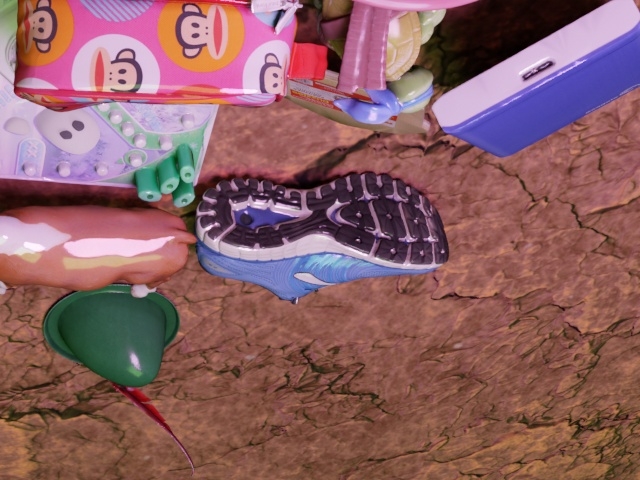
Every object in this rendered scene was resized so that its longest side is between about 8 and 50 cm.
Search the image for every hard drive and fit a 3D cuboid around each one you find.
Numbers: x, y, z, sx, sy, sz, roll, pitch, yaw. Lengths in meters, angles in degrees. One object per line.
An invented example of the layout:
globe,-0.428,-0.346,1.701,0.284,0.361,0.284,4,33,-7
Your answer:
hard drive,0.250,-0.162,1.241,0.210,0.040,0.318,-28,171,16

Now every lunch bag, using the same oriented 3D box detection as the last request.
lunch bag,-0.120,-0.165,1.004,0.258,0.293,0.120,2,97,-7

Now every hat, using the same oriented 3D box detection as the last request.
hat,-0.253,0.180,1.518,0.208,0.184,0.173,6,135,-21

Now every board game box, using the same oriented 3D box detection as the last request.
board game box,-0.280,-0.189,1.194,0.390,0.050,0.390,4,136,-19

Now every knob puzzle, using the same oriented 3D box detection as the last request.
knob puzzle,0.029,-0.159,1.263,0.213,0.030,0.213,17,174,2

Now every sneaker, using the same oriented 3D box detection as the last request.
sneaker,0.000,0.000,1.452,0.330,0.130,0.147,4,151,-15

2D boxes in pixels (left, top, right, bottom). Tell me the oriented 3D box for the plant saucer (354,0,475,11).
plant saucer,0.086,-0.355,0.953,0.332,0.084,0.332,-2,104,-7

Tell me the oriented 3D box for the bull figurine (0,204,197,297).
bull figurine,-0.302,0.008,1.326,0.310,0.101,0.188,6,165,-18

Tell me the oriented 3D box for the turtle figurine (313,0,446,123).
turtle figurine,0.061,-0.276,1.125,0.274,0.198,0.266,-40,117,-17
